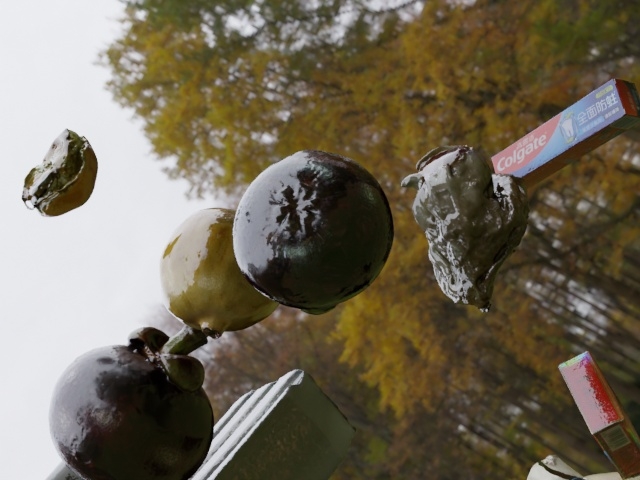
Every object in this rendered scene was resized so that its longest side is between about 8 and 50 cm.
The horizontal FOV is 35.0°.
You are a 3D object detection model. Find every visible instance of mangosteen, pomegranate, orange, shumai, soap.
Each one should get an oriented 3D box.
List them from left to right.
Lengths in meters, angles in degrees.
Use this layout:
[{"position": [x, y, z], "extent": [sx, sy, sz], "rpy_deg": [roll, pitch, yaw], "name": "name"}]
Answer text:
[{"position": [-0.466, -0.114, 1.858], "extent": [0.112, 0.170, 0.160], "rpy_deg": [44, -145, -38], "name": "orange"}, {"position": [-0.325, 0.309, 1.806], "extent": [0.293, 0.297, 0.297], "rpy_deg": [-39, -9, 31], "name": "mangosteen"}, {"position": [-0.165, 0.049, 1.722], "extent": [0.233, 0.233, 0.233], "rpy_deg": [-48, -24, -29], "name": "pomegranate"}, {"position": [-0.144, 0.489, 2.135], "extent": [0.350, 0.213, 0.435], "rpy_deg": [-36, 8, 46], "name": "soap"}, {"position": [-0.003, -0.011, 1.345], "extent": [0.216, 0.216, 0.216], "rpy_deg": [-48, -24, -29], "name": "mangosteen"}, {"position": [0.197, -0.029, 1.521], "extent": [0.218, 0.185, 0.184], "rpy_deg": [-64, 6, -5], "name": "shumai"}]

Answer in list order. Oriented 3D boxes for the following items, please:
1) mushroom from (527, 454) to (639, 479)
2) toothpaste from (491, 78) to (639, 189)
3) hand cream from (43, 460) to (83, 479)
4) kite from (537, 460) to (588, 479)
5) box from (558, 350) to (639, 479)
[{"position": [0.580, 0.635, 2.124], "extent": [0.353, 0.353, 0.325], "rpy_deg": [3, -94, -67], "name": "mushroom"}, {"position": [0.459, -0.190, 1.911], "extent": [0.066, 0.076, 0.320], "rpy_deg": [4, -26, -37], "name": "toothpaste"}, {"position": [-0.447, 0.428, 2.035], "extent": [0.314, 0.140, 0.089], "rpy_deg": [-60, 7, -26], "name": "hand cream"}, {"position": [0.485, 0.448, 1.685], "extent": [0.015, 0.310, 0.169], "rpy_deg": [-55, 14, 29], "name": "kite"}, {"position": [0.381, 0.234, 1.347], "extent": [0.048, 0.112, 0.175], "rpy_deg": [-29, -41, 11], "name": "box"}]
